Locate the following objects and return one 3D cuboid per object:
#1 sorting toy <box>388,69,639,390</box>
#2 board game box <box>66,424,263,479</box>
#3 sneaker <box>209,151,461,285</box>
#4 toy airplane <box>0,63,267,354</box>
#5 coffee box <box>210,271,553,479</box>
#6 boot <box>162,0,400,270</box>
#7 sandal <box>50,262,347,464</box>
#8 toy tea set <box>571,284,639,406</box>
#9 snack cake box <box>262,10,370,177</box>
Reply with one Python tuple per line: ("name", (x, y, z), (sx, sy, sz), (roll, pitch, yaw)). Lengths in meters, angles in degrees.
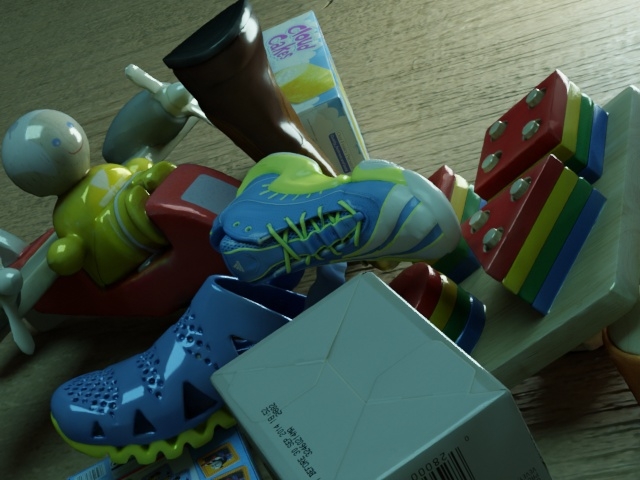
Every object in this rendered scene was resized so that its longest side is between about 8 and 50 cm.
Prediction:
("sorting toy", (0.141, 0.004, 1.099), (0.257, 0.089, 0.255), (-41, 20, 39))
("board game box", (-0.122, 0.229, 1.124), (0.160, 0.039, 0.211), (-27, 27, -4))
("sneaker", (0.000, 0.000, 1.075), (0.126, 0.091, 0.240), (-44, 30, -25))
("toy airplane", (-0.252, -0.015, 1.386), (0.384, 0.272, 0.386), (-28, 29, -2))
("coffee box", (0.075, 0.187, 0.771), (0.118, 0.297, 0.168), (-33, 30, -9))
("boot", (-0.029, -0.076, 1.239), (0.096, 0.280, 0.264), (-39, 6, -12))
("sandal", (-0.084, 0.088, 1.164), (0.317, 0.138, 0.126), (-20, 29, -16))
("toy tea set", (0.266, 0.016, 1.075), (0.200, 0.124, 0.336), (-32, 29, -10))
("snack cake box", (-0.007, -0.133, 1.510), (0.089, 0.152, 0.264), (-23, 30, 5))
